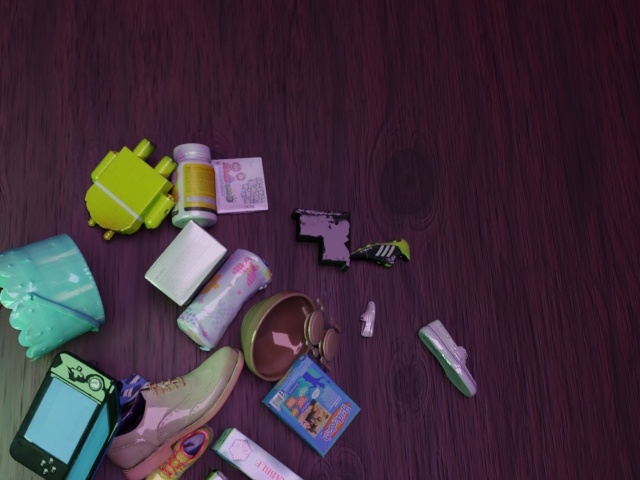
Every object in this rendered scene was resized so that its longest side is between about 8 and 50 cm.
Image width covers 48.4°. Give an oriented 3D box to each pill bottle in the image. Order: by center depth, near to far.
[{"bbox_3d":[-0.338,-0.144,1.894,0.119,0.119,0.208,-1,75,-13],"label":"pill bottle"}]

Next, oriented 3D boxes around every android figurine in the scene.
[{"bbox_3d":[-0.495,-0.128,1.849,0.248,0.056,0.273,36,88,18],"label":"android figurine"}]

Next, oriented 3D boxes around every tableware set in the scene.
[{"bbox_3d":[-0.004,0.247,1.839,0.039,0.194,0.128,2,59,24],"label":"tableware set"}]

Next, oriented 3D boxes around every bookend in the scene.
[{"bbox_3d":[0.000,0.000,1.954,0.156,0.072,0.157,3,74,-11],"label":"bookend"}]

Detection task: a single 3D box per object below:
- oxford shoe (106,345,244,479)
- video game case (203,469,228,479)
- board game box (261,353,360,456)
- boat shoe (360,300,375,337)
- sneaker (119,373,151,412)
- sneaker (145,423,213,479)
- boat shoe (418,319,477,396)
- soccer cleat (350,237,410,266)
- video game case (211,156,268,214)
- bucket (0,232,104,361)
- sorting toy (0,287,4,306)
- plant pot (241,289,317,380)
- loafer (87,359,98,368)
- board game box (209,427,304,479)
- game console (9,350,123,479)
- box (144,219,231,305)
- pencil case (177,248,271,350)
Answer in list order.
[{"bbox_3d":[-0.348,0.384,1.706,0.397,0.140,0.146,-46,114,-21],"label":"oxford shoe"},{"bbox_3d":[-0.311,0.618,1.596,0.035,0.275,0.248,44,70,5],"label":"video game case"},{"bbox_3d":[-0.021,0.419,1.815,0.210,0.047,0.160,47,69,-13],"label":"board game box"},{"bbox_3d":[0.126,0.213,1.943,0.035,0.035,0.100,9,79,-13],"label":"boat shoe"},{"bbox_3d":[-0.479,0.376,1.729,0.059,0.053,0.144,41,36,9],"label":"sneaker"},{"bbox_3d":[-0.343,0.522,1.713,0.081,0.094,0.208,42,71,0],"label":"sneaker"},{"bbox_3d":[0.364,0.315,1.940,0.076,0.083,0.226,-34,83,-18],"label":"boat shoe"},{"bbox_3d":[0.170,0.042,1.989,0.179,0.060,0.072,-9,78,-18],"label":"soccer cleat"},{"bbox_3d":[-0.225,-0.152,1.975,0.143,0.019,0.157,-5,75,-14],"label":"video game case"},{"bbox_3d":[-0.640,0.126,1.670,0.183,0.281,0.281,-24,81,-27],"label":"bucket"},{"bbox_3d":[-0.945,0.083,1.687,0.366,0.126,0.127,19,71,-8],"label":"sorting toy"},{"bbox_3d":[-0.123,0.227,1.813,0.110,0.237,0.237,22,64,37],"label":"plant pot"},{"bbox_3d":[-0.543,0.397,1.712,0.078,0.076,0.223,-18,75,-8],"label":"loafer"},{"bbox_3d":[-0.104,0.552,1.641,0.318,0.318,0.066,37,71,0],"label":"board game box"},{"bbox_3d":[-0.570,0.435,1.577,0.250,0.173,0.293,29,95,7],"label":"game console"},{"bbox_3d":[-0.327,0.058,1.787,0.119,0.181,0.182,39,85,-1],"label":"box"},{"bbox_3d":[-0.245,0.149,1.835,0.273,0.113,0.124,-50,123,-21],"label":"pencil case"}]
